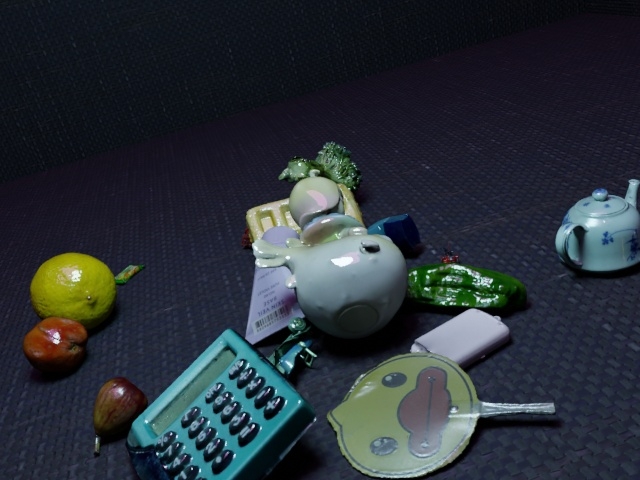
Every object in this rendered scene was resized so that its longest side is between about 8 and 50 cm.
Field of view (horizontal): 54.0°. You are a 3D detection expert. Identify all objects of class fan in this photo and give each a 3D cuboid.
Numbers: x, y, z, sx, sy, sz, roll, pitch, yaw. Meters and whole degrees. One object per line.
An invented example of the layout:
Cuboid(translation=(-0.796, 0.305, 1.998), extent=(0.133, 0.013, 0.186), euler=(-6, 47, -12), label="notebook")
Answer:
Cuboid(translation=(0.165, 0.247, 0.917), extent=(0.335, 0.011, 0.229), euler=(-7, 35, 19), label="fan")

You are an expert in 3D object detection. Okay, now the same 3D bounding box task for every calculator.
Cuboid(translation=(0.234, 0.168, 1.050), extent=(0.175, 0.032, 0.100), euler=(-25, 29, -20), label="calculator")
Cuboid(translation=(-0.160, 0.273, 0.932), extent=(0.248, 0.058, 0.274), euler=(-45, 36, -11), label="calculator")

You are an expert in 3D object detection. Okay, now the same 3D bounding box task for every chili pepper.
Cuboid(translation=(0.242, 0.091, 1.153), extent=(0.257, 0.100, 0.074), euler=(-1, -9, 31), label="chili pepper")

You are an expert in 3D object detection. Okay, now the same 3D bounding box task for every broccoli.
Cuboid(translation=(-0.026, -0.181, 1.612), extent=(0.199, 0.177, 0.275), euler=(25, 10, 39), label="broccoli")

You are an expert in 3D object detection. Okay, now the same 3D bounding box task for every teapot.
Cuboid(translation=(0.519, -0.027, 1.167), extent=(0.232, 0.158, 0.159), euler=(-27, 29, -25), label="teapot")

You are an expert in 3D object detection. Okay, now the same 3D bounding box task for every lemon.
Cuboid(translation=(-0.551, 0.115, 1.403), extent=(0.203, 0.178, 0.178), euler=(12, 36, 45), label="lemon")

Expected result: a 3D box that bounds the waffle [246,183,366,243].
Cuboid(translation=(-0.033, -0.033, 1.477), extent=(0.274, 0.057, 0.168), euler=(-16, 59, -4), label="waffle")

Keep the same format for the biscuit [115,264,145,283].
Cuboid(translation=(-0.495, 0.086, 1.610), extent=(0.046, 0.016, 0.089), euler=(0, 29, 26), label="biscuit")

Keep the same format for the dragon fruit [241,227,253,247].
Cuboid(translation=(-0.118, -0.031, 1.583), extent=(0.162, 0.083, 0.106), euler=(0, 27, 32), label="dragon fruit")

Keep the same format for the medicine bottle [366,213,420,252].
Cuboid(translation=(0.088, 0.032, 1.339), extent=(0.258, 0.079, 0.124), euler=(-32, 14, -29), label="medicine bottle")

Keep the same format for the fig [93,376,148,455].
Cuboid(translation=(-0.353, 0.296, 1.057), extent=(0.089, 0.089, 0.125), euler=(10, 54, 41), label="fig")

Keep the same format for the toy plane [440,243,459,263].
Cuboid(translation=(0.260, 0.044, 1.261), extent=(0.037, 0.060, 0.145), euler=(-8, 11, 13), label="toy plane")

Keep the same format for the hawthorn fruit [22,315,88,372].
Cuboid(translation=(-0.532, 0.210, 1.274), extent=(0.128, 0.128, 0.128), euler=(-12, 26, 6), label="hawthorn fruit")

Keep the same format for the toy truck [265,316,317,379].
Cuboid(translation=(-0.058, 0.212, 1.083), extent=(0.078, 0.080, 0.154), euler=(29, 42, 18), label="toy truck")

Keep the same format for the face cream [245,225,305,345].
Cuboid(translation=(-0.086, 0.088, 1.278), extent=(0.154, 0.096, 0.273), euler=(-28, 35, 20), label="face cream")

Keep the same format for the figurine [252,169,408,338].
Cuboid(translation=(0.000, 0.000, 1.182), extent=(0.275, 0.226, 0.394), euler=(7, 39, -21), label="figurine")
